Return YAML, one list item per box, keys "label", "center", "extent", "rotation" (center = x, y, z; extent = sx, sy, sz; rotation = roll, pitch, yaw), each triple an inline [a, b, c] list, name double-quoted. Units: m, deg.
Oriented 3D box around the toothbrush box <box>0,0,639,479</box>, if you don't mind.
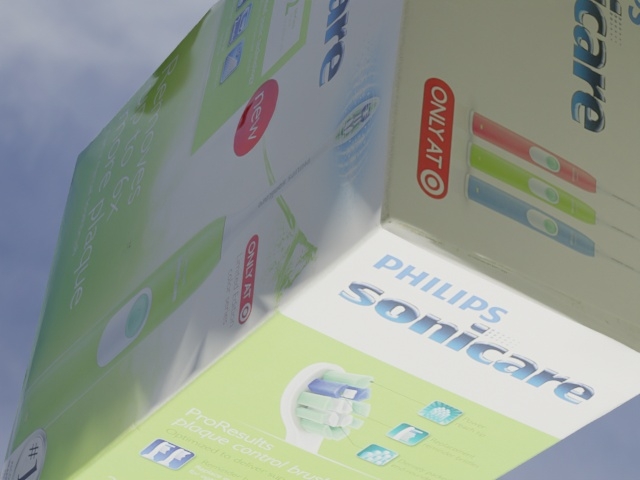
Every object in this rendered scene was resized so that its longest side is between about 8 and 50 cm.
- label: "toothbrush box"
  center: [0.000, 0.000, 0.691]
  extent: [0.122, 0.283, 0.206]
  rotation: [26, -129, -24]
